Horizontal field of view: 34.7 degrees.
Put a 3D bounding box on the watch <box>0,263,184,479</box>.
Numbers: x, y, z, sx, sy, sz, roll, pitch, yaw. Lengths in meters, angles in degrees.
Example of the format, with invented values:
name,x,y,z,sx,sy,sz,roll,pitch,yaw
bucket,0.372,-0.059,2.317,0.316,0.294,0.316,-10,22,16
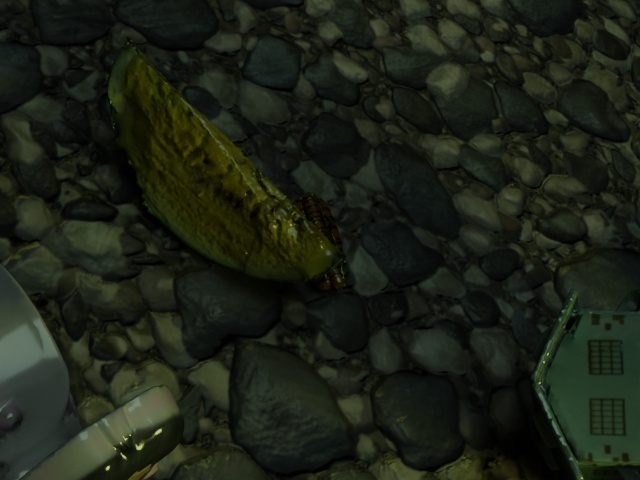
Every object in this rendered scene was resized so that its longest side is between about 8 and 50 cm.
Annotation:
name,x,y,z,sx,sy,sz,roll,pitch,yaw
watch,-0.233,0.114,0.762,0.196,0.244,0.231,-24,77,-32

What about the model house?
name,x,y,z,sx,sy,sz,roll,pitch,yaw
model house,0.301,0.149,0.924,0.215,0.224,0.198,1,73,14

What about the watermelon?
name,x,y,z,sx,sy,sz,roll,pitch,yaw
watermelon,-0.100,-0.066,1.007,0.301,0.129,0.123,46,56,4

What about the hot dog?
name,x,y,z,sx,sy,sz,roll,pitch,yaw
hot dog,0.000,0.000,1.063,0.049,0.037,0.122,-9,60,-23
